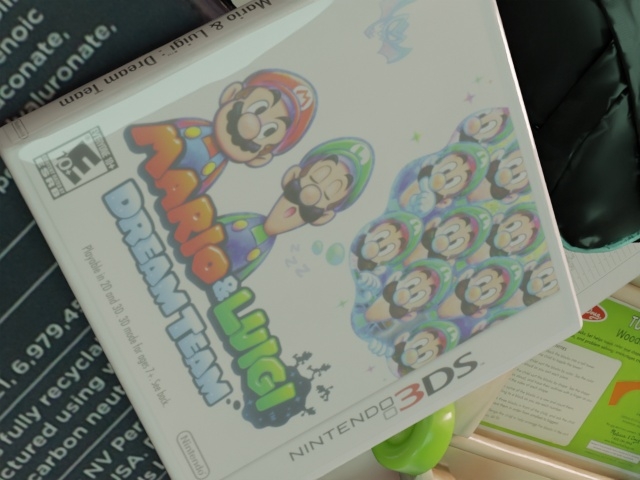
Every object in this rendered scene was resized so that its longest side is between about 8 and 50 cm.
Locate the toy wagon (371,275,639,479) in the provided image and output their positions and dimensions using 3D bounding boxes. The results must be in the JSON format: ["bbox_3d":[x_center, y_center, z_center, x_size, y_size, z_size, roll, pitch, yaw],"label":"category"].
[{"bbox_3d":[0.193,0.055,0.931,0.267,0.068,0.344,22,107,-34],"label":"toy wagon"}]

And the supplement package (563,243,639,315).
[{"bbox_3d":[0.140,-0.083,0.780,0.244,0.134,0.139,-34,127,-3],"label":"supplement package"}]

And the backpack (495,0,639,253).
[{"bbox_3d":[0.119,-0.115,0.607,0.165,0.144,0.188,-23,119,-1],"label":"backpack"}]

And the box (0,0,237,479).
[{"bbox_3d":[-0.183,-0.082,0.530,0.212,0.293,0.395,-46,127,5],"label":"box"}]

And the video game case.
[{"bbox_3d":[0.000,0.000,0.470,0.143,0.019,0.157,-28,126,-9],"label":"video game case"}]
